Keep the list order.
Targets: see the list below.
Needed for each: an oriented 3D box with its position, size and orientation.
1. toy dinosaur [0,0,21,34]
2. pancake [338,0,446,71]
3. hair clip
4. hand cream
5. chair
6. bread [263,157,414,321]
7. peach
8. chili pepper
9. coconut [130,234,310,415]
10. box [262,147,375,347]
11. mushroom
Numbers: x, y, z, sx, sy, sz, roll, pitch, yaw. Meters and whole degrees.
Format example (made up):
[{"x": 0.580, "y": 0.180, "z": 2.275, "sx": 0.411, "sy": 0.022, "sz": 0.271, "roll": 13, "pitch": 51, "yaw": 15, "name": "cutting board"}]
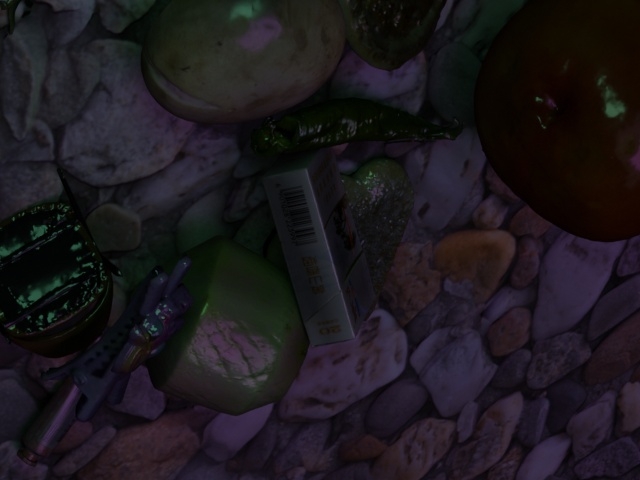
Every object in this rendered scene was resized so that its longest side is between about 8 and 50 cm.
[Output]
[{"x": -0.325, "y": -0.276, "z": 1.620, "sx": 0.060, "sy": 0.029, "sz": 0.120, "roll": -23, "pitch": 133, "yaw": -35, "name": "toy dinosaur"}, {"x": 0.095, "y": -0.325, "z": 1.805, "sx": 0.253, "sy": 0.037, "sz": 0.253, "roll": -28, "pitch": 127, "yaw": -45, "name": "pancake"}, {"x": -0.224, "y": 0.121, "z": 1.771, "sx": 0.278, "sy": 0.090, "sz": 0.137, "roll": -40, "pitch": 175, "yaw": 37, "name": "hair clip"}, {"x": -0.327, "y": 0.205, "z": 1.964, "sx": 0.210, "sy": 0.043, "sz": 0.067, "roll": -53, "pitch": 137, "yaw": 2, "name": "hand cream"}, {"x": -0.328, "y": 0.046, "z": 1.769, "sx": 0.159, "sy": 0.172, "sz": 0.247, "roll": -32, "pitch": 177, "yaw": -11, "name": "chair"}, {"x": 0.016, "y": 0.018, "z": 2.050, "sx": 0.207, "sy": 0.056, "sz": 0.286, "roll": -3, "pitch": 121, "yaw": -34, "name": "bread"}, {"x": 0.359, "y": -0.169, "z": 1.948, "sx": 0.301, "sy": 0.343, "sz": 0.343, "roll": -17, "pitch": 133, "yaw": -52, "name": "peach"}, {"x": 0.051, "y": -0.146, "z": 1.886, "sx": 0.085, "sy": 0.076, "sz": 0.359, "roll": -33, "pitch": 166, "yaw": 37, "name": "chili pepper"}, {"x": -0.132, "y": 0.109, "z": 1.906, "sx": 0.236, "sy": 0.204, "sz": 0.236, "roll": -2, "pitch": 107, "yaw": -7, "name": "coconut"}, {"x": 0.000, "y": 0.001, "z": 1.900, "sx": 0.067, "sy": 0.149, "sz": 0.233, "roll": -11, "pitch": 107, "yaw": 18, "name": "box"}, {"x": -0.093, "y": -0.229, "z": 1.702, "sx": 0.255, "sy": 0.184, "sz": 0.255, "roll": -29, "pitch": 175, "yaw": -2, "name": "mushroom"}]
